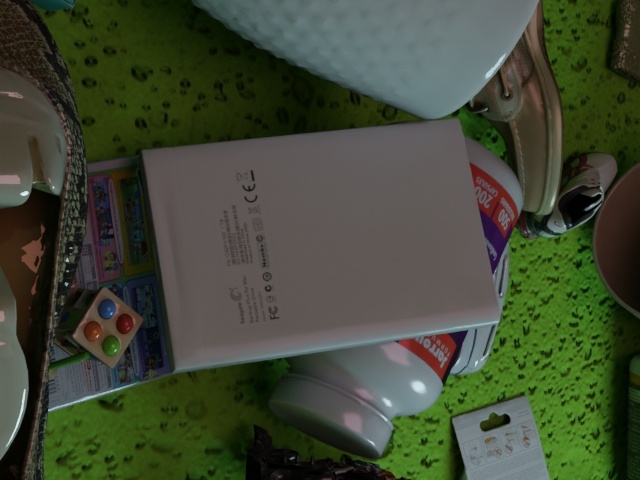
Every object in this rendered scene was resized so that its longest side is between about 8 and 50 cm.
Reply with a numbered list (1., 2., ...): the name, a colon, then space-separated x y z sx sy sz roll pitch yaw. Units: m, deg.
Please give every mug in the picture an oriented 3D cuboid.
1. mug: 0.007 -0.331 1.153 0.328 0.276 0.374 20 47 -21

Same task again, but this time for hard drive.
1. hard drive: 0.000 0.000 1.149 0.307 0.040 0.203 -7 78 -16

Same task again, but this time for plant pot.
1. plant pot: 0.524 0.042 1.661 0.274 0.256 0.256 42 64 -54

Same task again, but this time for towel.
1. towel: 0.443 -0.264 1.688 0.148 0.027 0.110 9 87 -43

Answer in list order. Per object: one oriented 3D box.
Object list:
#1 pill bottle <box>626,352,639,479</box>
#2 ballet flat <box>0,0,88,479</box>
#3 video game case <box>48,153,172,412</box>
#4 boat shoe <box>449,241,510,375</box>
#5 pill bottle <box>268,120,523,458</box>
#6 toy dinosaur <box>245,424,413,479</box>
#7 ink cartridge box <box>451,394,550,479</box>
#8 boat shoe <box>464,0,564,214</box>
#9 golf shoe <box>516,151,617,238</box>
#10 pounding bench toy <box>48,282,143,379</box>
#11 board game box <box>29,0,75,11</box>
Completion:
1. pill bottle: 0.497 0.294 1.682 0.162 0.162 0.278 -3 95 -42
2. ballet flat: -0.259 0.024 0.964 0.164 0.182 0.483 3 91 -19
3. video game case: -0.198 0.034 1.137 0.193 0.023 0.212 -14 101 -40
4. boat shoe: 0.174 0.028 1.434 0.084 0.095 0.258 8 98 -46
5. pill bottle: 0.072 0.050 1.272 0.181 0.181 0.323 40 67 -36
6. toy dinosaur: 0.033 0.269 1.218 0.322 0.218 0.164 85 10 -68
7. ink cartridge box: 0.218 0.293 1.526 0.145 0.045 0.179 -9 81 -40
8. boat shoe: 0.206 -0.193 1.436 0.110 0.121 0.341 -10 96 -2
9. golf shoe: 0.329 -0.055 1.561 0.186 0.086 0.067 -38 115 -35
10. pounding bench toy: -0.204 0.086 1.073 0.052 0.065 0.083 45 64 -34
11. board game box: -0.276 -0.308 1.028 0.210 0.047 0.160 26 75 -39
